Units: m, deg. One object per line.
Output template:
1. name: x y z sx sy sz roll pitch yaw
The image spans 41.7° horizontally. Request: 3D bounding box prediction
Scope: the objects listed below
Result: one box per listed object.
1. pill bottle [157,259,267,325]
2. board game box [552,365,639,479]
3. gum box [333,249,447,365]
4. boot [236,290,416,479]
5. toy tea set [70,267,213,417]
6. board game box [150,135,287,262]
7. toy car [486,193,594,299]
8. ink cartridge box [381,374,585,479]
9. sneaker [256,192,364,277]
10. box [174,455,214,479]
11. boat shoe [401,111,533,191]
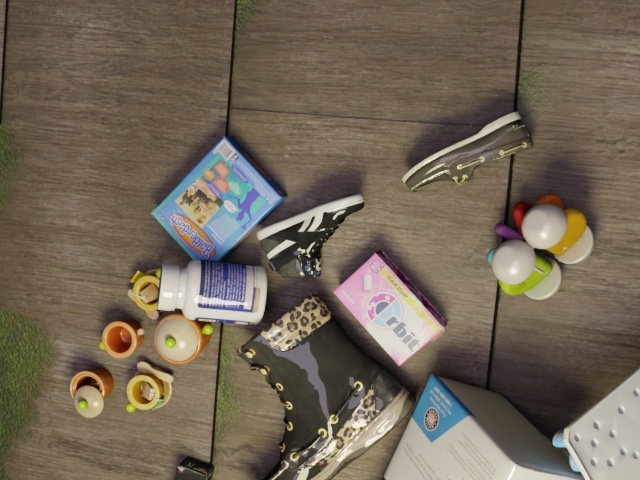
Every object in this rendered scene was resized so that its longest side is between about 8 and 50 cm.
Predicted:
1. pill bottle: -0.197 0.092 1.524 0.187 0.112 0.111 7 98 -13
2. board game box: 0.583 0.365 1.299 0.390 0.050 0.389 -29 88 -28
3. gum box: 0.128 0.123 1.504 0.107 0.062 0.188 -43 84 14
4. boot: -0.052 0.300 1.528 0.377 0.138 0.284 -39 87 11
5. toy tea set: -0.353 0.223 1.603 0.200 0.124 0.336 37 103 8
6. board game box: -0.190 -0.067 1.572 0.210 0.047 0.160 -44 85 14
7. toy car: 0.352 0.002 1.407 0.182 0.159 0.136 -52 48 14
8. ink cartridge box: 0.223 0.470 1.386 0.166 0.285 0.394 19 102 -24
9. sneaker: 0.000 0.000 1.522 0.217 0.079 0.121 -21 94 23
10. box: -0.252 0.476 1.641 0.062 0.052 0.083 18 99 10
11. boat shoe: 0.250 -0.137 1.437 0.228 0.081 0.068 -29 84 13
